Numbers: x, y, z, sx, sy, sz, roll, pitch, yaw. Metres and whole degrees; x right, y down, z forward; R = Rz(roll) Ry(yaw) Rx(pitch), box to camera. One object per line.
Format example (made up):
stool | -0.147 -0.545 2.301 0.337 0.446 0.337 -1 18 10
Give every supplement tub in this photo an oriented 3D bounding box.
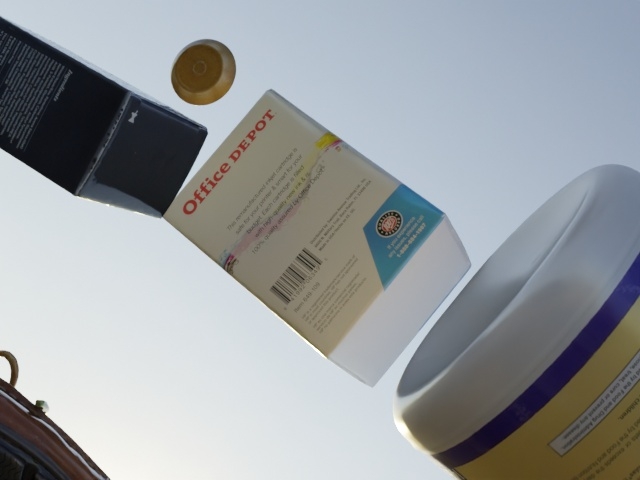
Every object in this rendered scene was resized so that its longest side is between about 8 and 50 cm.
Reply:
supplement tub | 0.243 0.136 0.651 0.331 0.241 0.241 41 -29 1

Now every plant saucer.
plant saucer | -0.141 -0.202 1.135 0.083 0.083 0.015 39 0 16

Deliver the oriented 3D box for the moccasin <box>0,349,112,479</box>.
moccasin | -0.275 0.114 0.638 0.380 0.139 0.147 35 12 -10

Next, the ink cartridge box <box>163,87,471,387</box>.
ink cartridge box | 0.000 0.000 1.121 0.270 0.198 0.197 39 -3 25

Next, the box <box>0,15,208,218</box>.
box | -0.241 -0.121 0.932 0.207 0.108 0.153 31 4 22
